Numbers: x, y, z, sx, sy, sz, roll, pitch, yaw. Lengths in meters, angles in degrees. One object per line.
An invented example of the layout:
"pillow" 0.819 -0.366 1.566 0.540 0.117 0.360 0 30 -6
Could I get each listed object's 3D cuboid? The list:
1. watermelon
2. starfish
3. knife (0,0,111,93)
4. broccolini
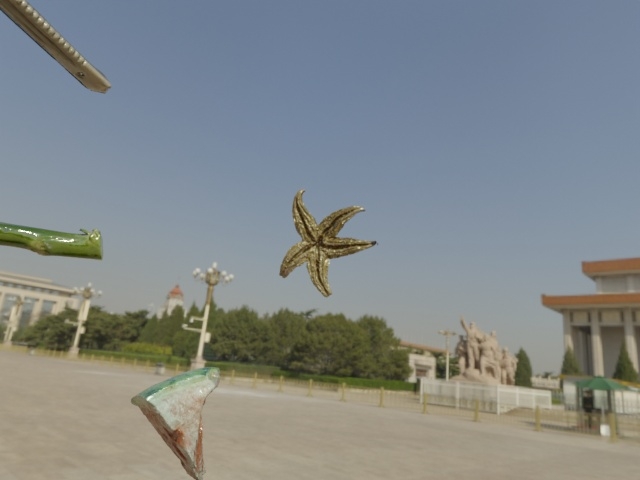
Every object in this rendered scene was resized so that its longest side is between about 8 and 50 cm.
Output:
"watermelon" -0.206 0.254 0.647 0.121 0.158 0.098 10 -17 -17
"starfish" 0.000 0.000 1.006 0.228 0.240 0.043 -21 -4 5
"knife" -0.459 -0.351 0.700 0.089 0.043 0.365 18 -16 31
"broccolini" -0.450 -0.046 0.520 0.393 0.073 0.079 12 13 -24
